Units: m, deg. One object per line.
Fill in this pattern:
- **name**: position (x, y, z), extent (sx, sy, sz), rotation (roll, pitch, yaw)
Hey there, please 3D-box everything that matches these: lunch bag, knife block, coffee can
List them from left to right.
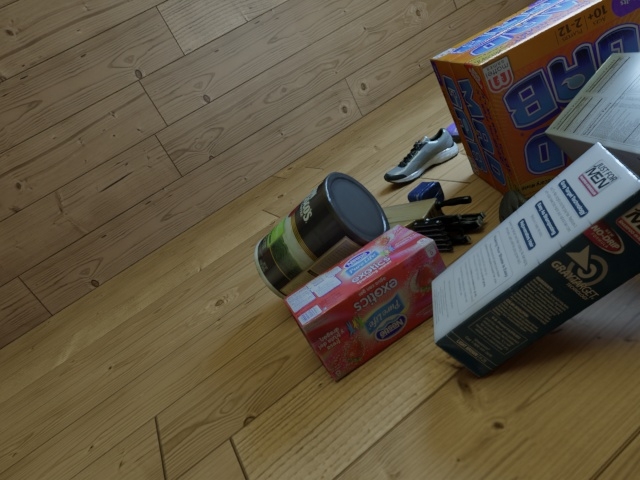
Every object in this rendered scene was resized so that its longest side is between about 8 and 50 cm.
- **coffee can**: position (0.000, 0.000, 1.123), extent (0.275, 0.201, 0.202), rotation (-41, 13, 32)
- **knife block**: position (0.260, -0.050, 1.173), extent (0.241, 0.088, 0.276), rotation (-28, 21, 2)
- **lunch bag**: position (0.297, -0.120, 1.308), extent (0.098, 0.067, 0.065), rotation (-41, 24, -25)

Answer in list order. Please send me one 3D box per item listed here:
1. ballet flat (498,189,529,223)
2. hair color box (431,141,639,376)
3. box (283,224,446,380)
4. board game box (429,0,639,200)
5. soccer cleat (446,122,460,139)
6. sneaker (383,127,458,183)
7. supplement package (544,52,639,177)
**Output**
- **ballet flat**: position (0.437, -0.040, 0.975), extent (0.058, 0.084, 0.250), rotation (9, 22, -4)
- **hair color box**: position (0.326, 0.035, 0.702), extent (0.347, 0.105, 0.174), rotation (-47, 12, 29)
- **box**: position (0.097, 0.115, 0.938), extent (0.299, 0.142, 0.154), rotation (-33, 22, -9)
- **board game box**: position (0.535, -0.352, 1.132), extent (0.356, 0.357, 0.356), rotation (-27, 22, 7)
- **soccer cleat**: position (0.573, -0.440, 1.602), extent (0.318, 0.117, 0.109), rotation (-13, 27, 35)
- **sneaker**: position (0.327, -0.282, 1.575), extent (0.271, 0.108, 0.100), rotation (-32, 24, -2)
- **supplement package**: position (0.604, -0.197, 0.840), extent (0.198, 0.199, 0.263), rotation (-52, 19, 11)
